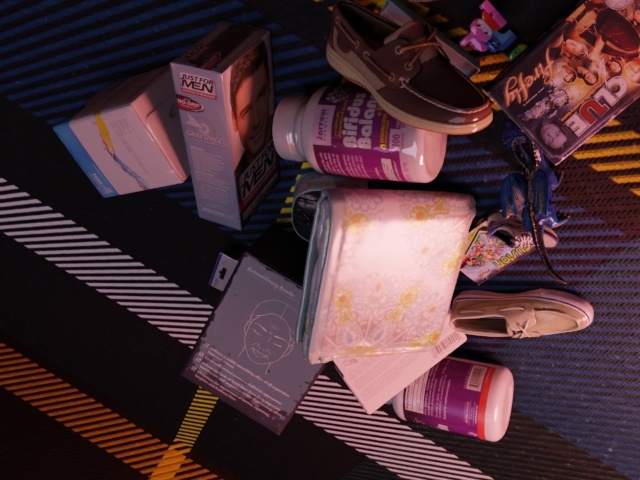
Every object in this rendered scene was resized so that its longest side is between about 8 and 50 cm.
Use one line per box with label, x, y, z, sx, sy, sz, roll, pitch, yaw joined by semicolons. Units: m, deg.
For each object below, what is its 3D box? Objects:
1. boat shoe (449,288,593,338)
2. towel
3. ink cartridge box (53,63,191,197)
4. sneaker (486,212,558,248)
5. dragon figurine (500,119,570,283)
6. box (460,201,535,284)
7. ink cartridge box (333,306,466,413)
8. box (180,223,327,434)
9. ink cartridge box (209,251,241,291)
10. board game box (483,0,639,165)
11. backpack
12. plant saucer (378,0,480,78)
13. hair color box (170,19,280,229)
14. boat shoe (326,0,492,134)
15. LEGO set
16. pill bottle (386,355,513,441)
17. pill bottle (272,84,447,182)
boat shoe;0.427;0.171;1.391;0.302;0.094;0.109;-2;129;34
towel;0.125;0.073;1.293;0.320;0.090;0.375;-1;117;-24
ink cartridge box;-0.391;-0.241;1.414;0.270;0.198;0.197;-5;126;36
sneaker;0.379;-0.005;1.218;0.135;0.058;0.052;15;136;17
dragon figurine;0.365;-0.074;1.109;0.085;0.289;0.144;-6;165;38
box;0.354;0.004;1.316;0.114;0.036;0.207;38;139;-7
ink cartridge box;0.162;0.216;1.469;0.261;0.296;0.066;58;172;-28
box;-0.110;0.215;1.575;0.293;0.212;0.396;32;115;1
ink cartridge box;-0.132;0.140;1.732;0.332;0.065;0.165;30;139;0
board game box;0.392;-0.253;0.955;0.165;0.042;0.243;42;112;-12
backpack;0.032;-0.077;1.341;0.188;0.144;0.166;-5;136;-1
plant saucer;0.185;-0.338;1.078;0.192;0.018;0.067;35;174;-4
hair color box;-0.179;-0.225;1.307;0.113;0.185;0.375;17;137;18
boat shoe;0.135;-0.290;1.030;0.342;0.123;0.123;44;150;32
LEGO set;0.299;-0.269;1.029;0.227;0.087;0.093;43;111;-12
pill bottle;0.304;0.377;1.603;0.322;0.181;0.182;7;133;27
pill bottle;0.070;-0.201;1.189;0.301;0.169;0.169;7;133;25
